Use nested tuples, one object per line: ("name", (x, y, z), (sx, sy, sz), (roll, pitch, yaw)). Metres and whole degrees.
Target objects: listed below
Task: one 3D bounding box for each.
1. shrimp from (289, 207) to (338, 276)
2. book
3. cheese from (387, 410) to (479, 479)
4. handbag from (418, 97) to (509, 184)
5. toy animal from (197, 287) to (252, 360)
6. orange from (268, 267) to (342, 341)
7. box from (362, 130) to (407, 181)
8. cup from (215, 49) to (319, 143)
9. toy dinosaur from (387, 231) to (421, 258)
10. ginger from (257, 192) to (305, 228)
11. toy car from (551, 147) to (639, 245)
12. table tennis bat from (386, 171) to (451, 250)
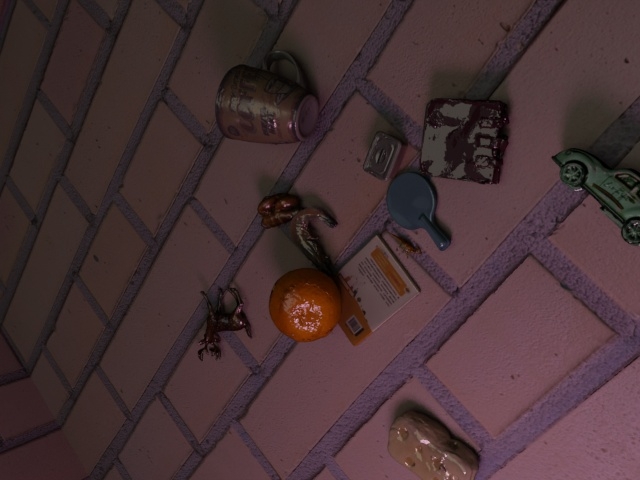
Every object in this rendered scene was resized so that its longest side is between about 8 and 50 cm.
("shrimp", (0.000, 0.000, 1.914), (0.152, 0.046, 0.219), (-34, 86, 27))
("book", (0.133, 0.151, 1.859), (0.295, 0.020, 0.208), (-45, 70, 33))
("cheese", (0.305, 0.593, 1.759), (0.263, 0.093, 0.159), (35, 115, 28))
("handbag", (0.362, -0.251, 1.591), (0.216, 0.074, 0.203), (10, 104, 34))
("toy animal", (-0.351, 0.298, 2.208), (0.243, 0.087, 0.260), (-7, 91, 39))
("orange", (-0.044, 0.187, 1.859), (0.219, 0.193, 0.219), (0, 92, 9))
("box", (0.181, -0.231, 1.735), (0.089, 0.062, 0.122), (34, 117, 28))
("cup", (-0.128, -0.420, 1.877), (0.257, 0.227, 0.301), (16, 78, 21))
("toy dinosaur", (0.228, 0.017, 1.762), (0.113, 0.026, 0.041), (30, 108, 19))
("ginger", (-0.125, -0.102, 1.983), (0.162, 0.073, 0.103), (-16, 104, 25))
("toy car", (0.641, -0.101, 1.371), (0.125, 0.136, 0.306), (-45, 69, 19))
("table tennis bat", (0.268, -0.075, 1.712), (0.153, 0.040, 0.244), (-49, 65, 33))
